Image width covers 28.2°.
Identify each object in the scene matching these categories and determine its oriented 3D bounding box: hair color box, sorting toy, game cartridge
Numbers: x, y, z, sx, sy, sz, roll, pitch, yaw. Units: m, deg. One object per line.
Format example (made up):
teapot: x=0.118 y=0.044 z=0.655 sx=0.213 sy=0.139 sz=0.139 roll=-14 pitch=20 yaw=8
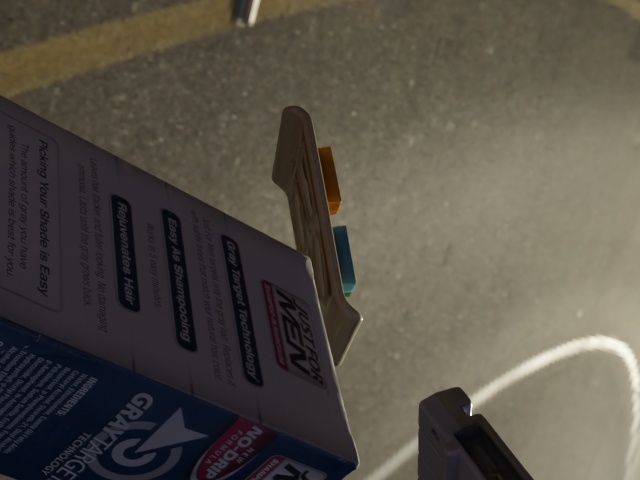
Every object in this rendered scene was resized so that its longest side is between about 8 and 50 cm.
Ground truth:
hair color box: x=-0.151 y=0.028 z=0.671 sx=0.105 sy=0.347 sz=0.174 roll=-44 pitch=-143 yaw=26
sorting toy: x=0.000 y=0.000 z=1.194 sx=0.193 sy=0.038 sz=0.208 roll=106 pitch=-30 yaw=-71
game cartridge: x=0.188 y=0.326 z=1.123 sx=0.068 sy=0.355 sz=0.230 roll=-17 pitch=133 yaw=-21
